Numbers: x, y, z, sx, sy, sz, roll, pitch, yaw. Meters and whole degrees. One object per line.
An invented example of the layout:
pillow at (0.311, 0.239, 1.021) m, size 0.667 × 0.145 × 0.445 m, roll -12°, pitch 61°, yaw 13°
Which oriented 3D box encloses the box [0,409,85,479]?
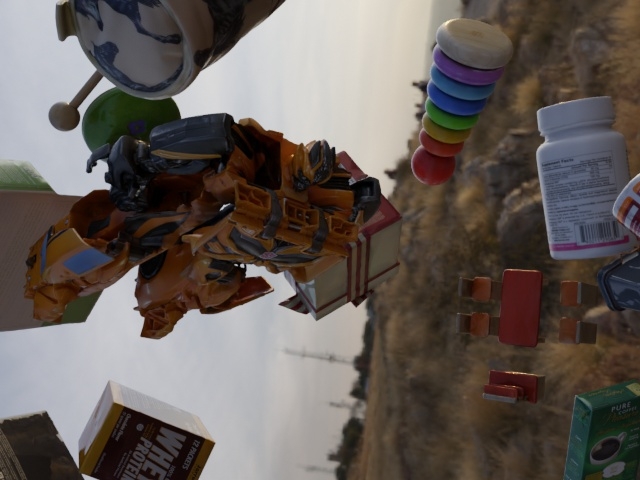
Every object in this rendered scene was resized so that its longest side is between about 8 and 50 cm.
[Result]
box at (-0.630, 0.460, 1.201) m, size 0.179 × 0.343 × 0.312 m, roll 57°, pitch 175°, yaw 9°

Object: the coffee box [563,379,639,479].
coffee box at (0.426, 0.302, 1.065) m, size 0.040 × 0.113 × 0.184 m, roll -131°, pitch 34°, yaw -60°

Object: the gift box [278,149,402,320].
gift box at (0.000, 0.000, 1.539) m, size 0.255 × 0.276 × 0.258 m, roll 57°, pitch 165°, yaw 30°

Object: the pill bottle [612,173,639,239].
pill bottle at (0.439, -0.014, 0.862) m, size 0.152 × 0.086 × 0.086 m, roll 52°, pitch 156°, yaw 34°

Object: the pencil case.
pencil case at (-0.116, -0.334, 0.840) m, size 0.410 × 0.183 × 0.160 m, roll -53°, pitch -32°, yaw -35°

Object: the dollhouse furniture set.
dollhouse furniture set at (0.395, 0.188, 1.420) m, size 0.135 × 0.262 × 0.259 m, roll 12°, pitch -99°, yaw -51°

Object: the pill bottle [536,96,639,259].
pill bottle at (0.491, -0.113, 1.326) m, size 0.160 × 0.160 × 0.283 m, roll -13°, pitch -85°, yaw -83°

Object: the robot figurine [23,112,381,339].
robot figurine at (-0.094, 0.002, 0.543) m, size 0.211 × 0.291 × 0.085 m, roll 17°, pitch -119°, yaw -41°

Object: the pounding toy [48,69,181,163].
pounding toy at (-0.342, -0.191, 1.274) m, size 0.237 × 0.183 × 0.110 m, roll 40°, pitch -164°, yaw -53°

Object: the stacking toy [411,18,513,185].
stacking toy at (0.245, -0.245, 1.365) m, size 0.141 × 0.141 × 0.330 m, roll -76°, pitch 1°, yaw -48°

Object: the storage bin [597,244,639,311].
storage bin at (0.542, 0.059, 1.169) m, size 0.098 × 0.135 × 0.091 m, roll 63°, pitch 171°, yaw -13°

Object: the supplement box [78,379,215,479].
supplement box at (-0.319, 0.366, 1.294) m, size 0.129 × 0.194 × 0.191 m, roll -65°, pitch 18°, yaw -8°

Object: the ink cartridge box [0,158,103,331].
ink cartridge box at (-0.284, 0.011, 0.645) m, size 0.171 × 0.056 × 0.235 m, roll -55°, pitch -22°, yaw 19°
